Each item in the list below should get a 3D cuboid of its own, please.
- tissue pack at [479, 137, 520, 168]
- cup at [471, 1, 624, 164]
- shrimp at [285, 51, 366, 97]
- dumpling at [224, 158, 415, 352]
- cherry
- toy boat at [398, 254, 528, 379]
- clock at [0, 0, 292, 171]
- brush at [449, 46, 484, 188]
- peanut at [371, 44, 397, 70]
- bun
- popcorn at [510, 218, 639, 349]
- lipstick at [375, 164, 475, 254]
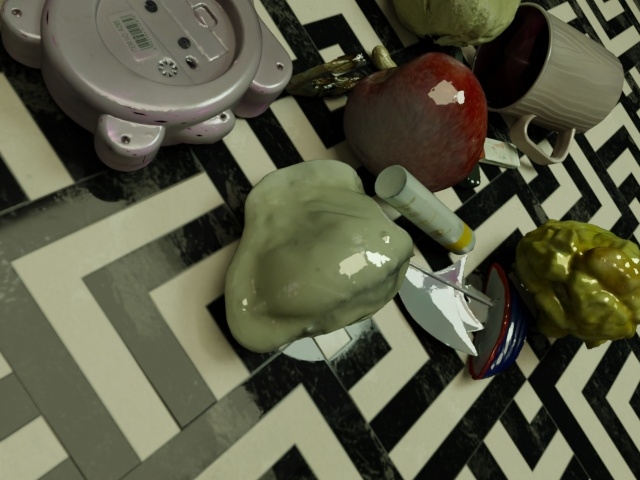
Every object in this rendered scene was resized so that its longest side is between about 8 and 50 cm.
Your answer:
[{"bbox_3d":[0.381,-0.188,1.096,0.108,0.023,0.056,6,69,-30],"label":"tissue pack"},{"bbox_3d":[0.497,-0.333,1.103,0.272,0.208,0.289,9,59,-30],"label":"cup"},{"bbox_3d":[0.039,-0.276,0.848,0.195,0.147,0.035,-16,90,-36],"label":"shrimp"},{"bbox_3d":[0.000,0.000,0.696,0.318,0.187,0.243,-26,87,-39],"label":"dumpling"},{"bbox_3d":[0.159,-0.177,0.838,0.239,0.239,0.206,54,36,-3],"label":"cherry"},{"bbox_3d":[0.232,0.126,0.871,0.317,0.072,0.219,7,66,-26],"label":"toy boat"},{"bbox_3d":[-0.225,-0.265,0.705,0.296,0.113,0.322,50,57,-6],"label":"clock"},{"bbox_3d":[0.291,-0.258,1.055,0.070,0.051,0.324,8,72,-21],"label":"brush"},{"bbox_3d":[0.128,-0.341,0.990,0.037,0.037,0.083,-38,92,-35],"label":"peanut"},{"bbox_3d":[0.270,-0.475,1.033,0.259,0.259,0.152,-15,123,-34],"label":"bun"},{"bbox_3d":[0.472,0.073,0.924,0.252,0.215,0.286,56,15,-12],"label":"popcorn"},{"bbox_3d":[0.181,-0.043,0.844,0.264,0.059,0.059,30,57,-46],"label":"lipstick"}]
